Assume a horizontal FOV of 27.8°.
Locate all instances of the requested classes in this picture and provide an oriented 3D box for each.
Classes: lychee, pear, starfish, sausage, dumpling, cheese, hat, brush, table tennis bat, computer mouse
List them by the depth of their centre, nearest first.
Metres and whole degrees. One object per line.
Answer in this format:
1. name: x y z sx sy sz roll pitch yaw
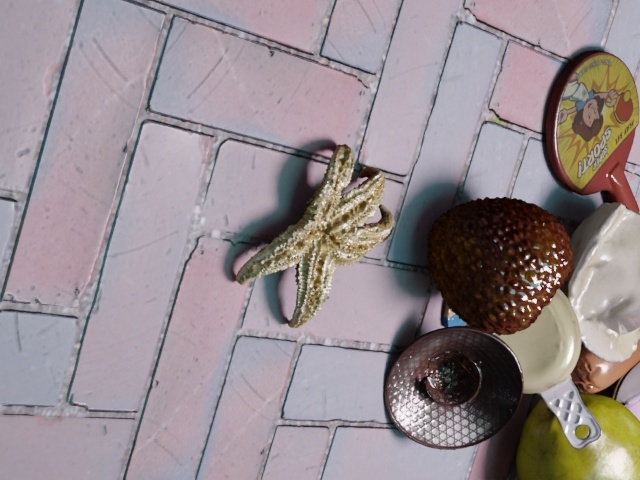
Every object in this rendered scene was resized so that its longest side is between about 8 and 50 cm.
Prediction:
1. starfish: 0.001 0.001 1.546 0.238 0.071 0.216 -19 113 -32
2. lychee: 0.237 0.029 1.710 0.194 0.194 0.194 -19 118 -39
3. hat: 0.181 0.189 1.793 0.193 0.082 0.193 -1 114 -2
4. cheese: 0.327 0.163 1.833 0.163 0.249 0.071 -52 169 5
5. brush: 0.196 0.144 1.833 0.051 0.014 0.164 -26 124 -35
6. table tennis bat: 0.417 -0.145 1.929 0.200 0.038 0.310 -47 130 -20
7. dumpling: 0.453 0.073 1.930 0.243 0.175 0.227 32 68 -18
8. pear: 0.410 0.343 1.985 0.212 0.212 0.269 -48 127 -21
9. sausage: 0.506 0.145 2.092 0.289 0.086 0.086 -34 127 -29
10. computer mouse: 0.576 0.267 2.219 0.310 0.072 0.158 -23 122 -37
